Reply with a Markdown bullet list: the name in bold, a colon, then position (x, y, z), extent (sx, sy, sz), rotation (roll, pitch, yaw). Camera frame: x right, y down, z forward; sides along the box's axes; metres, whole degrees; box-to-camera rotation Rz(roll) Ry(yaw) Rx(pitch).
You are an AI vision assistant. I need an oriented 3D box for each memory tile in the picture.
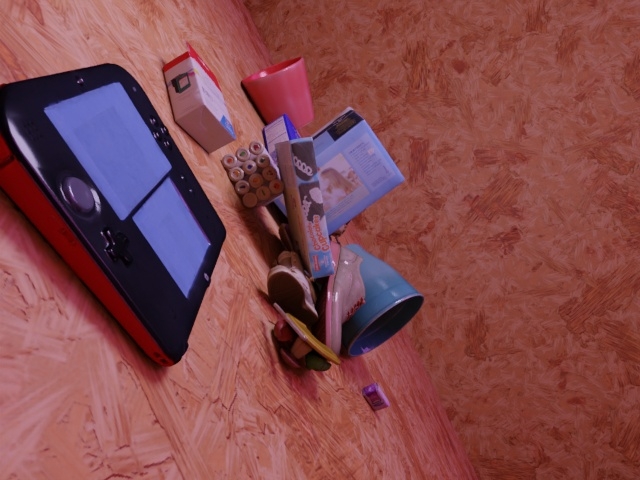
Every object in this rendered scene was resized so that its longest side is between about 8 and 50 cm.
- **memory tile**: position (-0.166, -0.163, 1.152), extent (0.148, 0.113, 0.012), rotation (62, -7, 3)

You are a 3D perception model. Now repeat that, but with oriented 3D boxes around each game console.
- **game console**: position (-0.248, -0.065, 0.645), extent (0.342, 0.060, 0.386), rotation (58, 12, -22)

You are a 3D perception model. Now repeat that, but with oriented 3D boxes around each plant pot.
- **plant pot**: position (-0.153, -0.589, 1.935), extent (0.275, 0.275, 0.243), rotation (-97, 166, -62)
- **plant pot**: position (0.120, 0.157, 1.392), extent (0.255, 0.272, 0.271), rotation (52, 4, 27)

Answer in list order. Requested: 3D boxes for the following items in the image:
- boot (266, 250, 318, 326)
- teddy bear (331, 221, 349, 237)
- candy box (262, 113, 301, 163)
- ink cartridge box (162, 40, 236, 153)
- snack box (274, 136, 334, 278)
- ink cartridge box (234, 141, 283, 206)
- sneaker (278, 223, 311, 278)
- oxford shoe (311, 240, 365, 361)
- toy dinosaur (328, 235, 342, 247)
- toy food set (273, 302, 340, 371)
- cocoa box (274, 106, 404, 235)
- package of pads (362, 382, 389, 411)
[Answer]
- **boot**: position (-0.075, 0.083, 1.068), extent (0.213, 0.077, 0.165), rotation (62, 9, -48)
- **teddy bear**: position (0.058, -0.092, 1.768), extent (0.113, 0.245, 0.338), rotation (34, 13, -2)
- **candy box**: position (-0.093, -0.283, 1.781), extent (0.268, 0.122, 0.317), rotation (53, 15, -40)
- **ink cartridge box**: position (-0.284, -0.333, 1.086), extent (0.134, 0.078, 0.231), rotation (47, 19, -58)
- **snack box**: position (-0.042, -0.084, 1.147), extent (0.187, 0.060, 0.322), rotation (-148, -133, -72)
- **ink cartridge box**: position (-0.159, -0.168, 1.248), extent (0.143, 0.092, 0.090), rotation (57, 11, -34)
- **sneaker**: position (-0.048, 0.015, 1.309), extent (0.069, 0.084, 0.185), rotation (36, -22, 57)
- **oxford shoe**: position (0.057, 0.149, 1.176), extent (0.130, 0.123, 0.348), rotation (17, 50, -11)
- **toy dinosaur**: position (0.000, 0.000, 1.548), extent (0.268, 0.064, 0.118), rotation (13, 33, -45)
- **toy food set**: position (-0.043, 0.215, 0.947), extent (0.128, 0.071, 0.218), rotation (41, -5, 37)
- **cocoa box**: position (0.032, -0.196, 1.427), extent (0.231, 0.347, 0.228), rotation (50, 9, -24)
- **package of pads**: position (0.161, 0.455, 1.362), extent (0.083, 0.050, 0.032), rotation (59, 11, -24)
